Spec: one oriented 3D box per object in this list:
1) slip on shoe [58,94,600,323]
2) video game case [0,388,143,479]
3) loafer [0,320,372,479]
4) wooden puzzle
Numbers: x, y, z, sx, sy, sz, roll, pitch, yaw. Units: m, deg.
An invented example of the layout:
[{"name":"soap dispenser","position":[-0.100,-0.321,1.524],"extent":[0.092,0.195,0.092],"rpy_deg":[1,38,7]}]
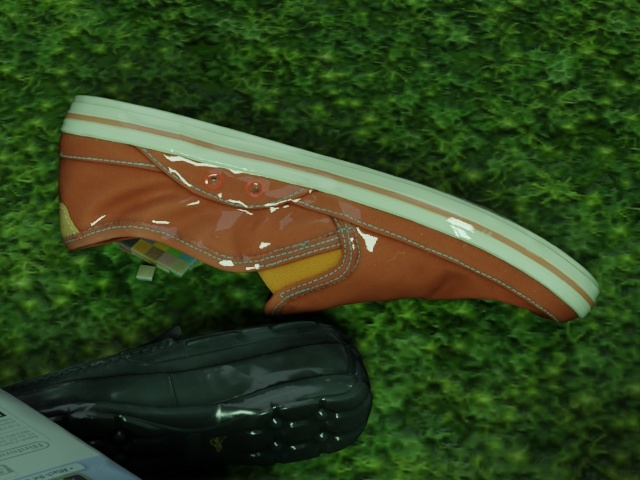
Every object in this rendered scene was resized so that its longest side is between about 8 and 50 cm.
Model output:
[{"name":"slip on shoe","position":[0.000,0.000,0.915],"extent":[0.331,0.123,0.101],"rpy_deg":[15,90,1]},{"name":"video game case","position":[-0.183,0.152,0.616],"extent":[0.270,0.061,0.244],"rpy_deg":[-12,23,-40]},{"name":"loafer","position":[-0.084,0.087,0.845],"extent":[0.223,0.076,0.078],"rpy_deg":[-7,42,-13]},{"name":"wooden puzzle","position":[-0.092,-0.003,0.971],"extent":[0.049,0.006,0.083],"rpy_deg":[26,51,21]}]
